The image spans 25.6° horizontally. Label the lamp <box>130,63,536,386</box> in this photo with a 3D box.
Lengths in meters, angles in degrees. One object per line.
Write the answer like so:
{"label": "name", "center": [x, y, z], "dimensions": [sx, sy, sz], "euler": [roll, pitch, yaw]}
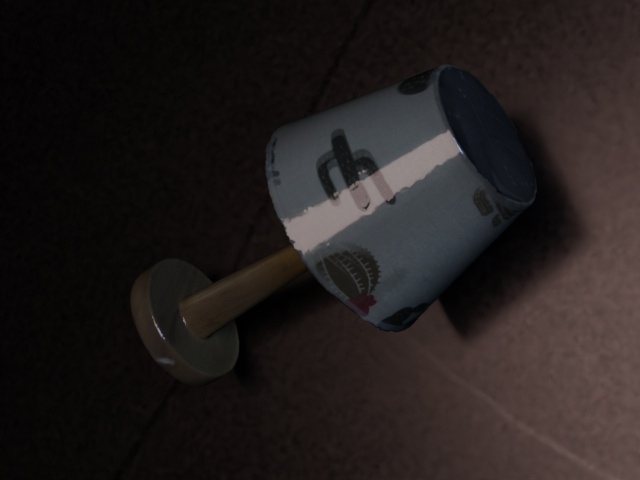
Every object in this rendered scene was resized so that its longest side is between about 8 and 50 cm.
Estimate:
{"label": "lamp", "center": [0.000, 0.000, 0.715], "dimensions": [0.214, 0.121, 0.121], "euler": [-30, 72, 27]}
